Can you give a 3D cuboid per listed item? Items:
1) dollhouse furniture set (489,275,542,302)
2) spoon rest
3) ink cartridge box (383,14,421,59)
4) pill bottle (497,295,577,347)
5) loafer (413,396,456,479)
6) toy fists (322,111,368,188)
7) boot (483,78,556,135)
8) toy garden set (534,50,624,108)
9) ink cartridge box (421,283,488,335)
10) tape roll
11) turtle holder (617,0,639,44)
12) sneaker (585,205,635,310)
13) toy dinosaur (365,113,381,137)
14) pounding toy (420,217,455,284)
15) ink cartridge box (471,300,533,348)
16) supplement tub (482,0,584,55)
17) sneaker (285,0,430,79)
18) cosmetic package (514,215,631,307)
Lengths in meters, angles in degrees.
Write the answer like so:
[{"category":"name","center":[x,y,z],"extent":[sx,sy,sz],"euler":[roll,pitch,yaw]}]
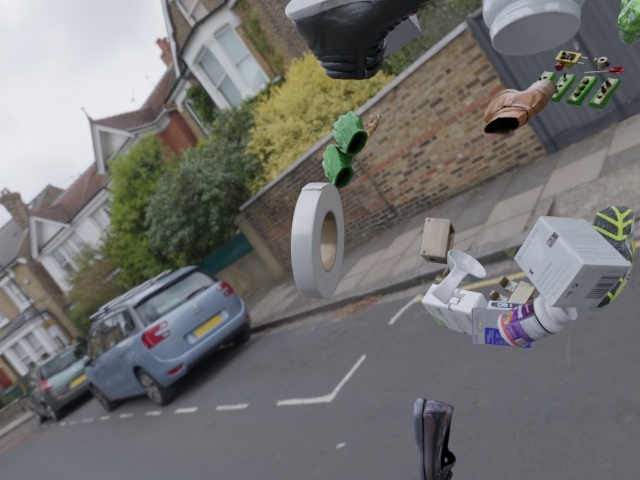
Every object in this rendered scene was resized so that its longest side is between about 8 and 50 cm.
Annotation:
[{"category":"dollhouse furniture set","center":[0.835,0.183,1.882],"extent":[0.242,0.161,0.212],"euler":[-56,37,-4]},{"category":"spoon rest","center":[0.425,0.097,1.400],"extent":[0.276,0.137,0.084],"euler":[-33,-25,-51]},{"category":"ink cartridge box","center":[0.101,-0.485,0.964],"extent":[0.160,0.219,0.092],"euler":[-27,-31,33]},{"category":"pill bottle","center":[0.617,0.225,1.314],"extent":[0.193,0.108,0.108],"euler":[-41,0,43]},{"category":"loafer","center":[0.291,0.526,1.129],"extent":[0.095,0.303,0.109],"euler":[-4,18,22]},{"category":"toy fists","center":[0.085,-0.331,1.679],"extent":[0.096,0.142,0.279],"euler":[-8,-41,-29]},{"category":"boot","center":[0.594,-0.395,1.485],"extent":[0.220,0.109,0.283],"euler":[-43,18,-22]},{"category":"toy garden set","center":[0.822,-0.526,1.465],"extent":[0.204,0.049,0.244],"euler":[-50,45,-10]},{"category":"ink cartridge box","center":[0.625,0.318,2.068],"extent":[0.115,0.198,0.272],"euler":[-51,30,-21]},{"category":"tape roll","center":[0.000,0.000,1.536],"extent":[0.072,0.392,0.392],"euler":[2,19,18]},{"category":"turtle holder","center":[0.875,-0.629,1.131],"extent":[0.320,0.243,0.227],"euler":[-9,-16,12]},{"category":"sneaker","center":[0.910,0.070,1.433],"extent":[0.145,0.147,0.385],"euler":[3,51,50]},{"category":"toy dinosaur","center":[0.258,-0.551,2.183],"extent":[0.211,0.064,0.112],"euler":[122,155,-65]},{"category":"pounding toy","center":[0.392,0.048,1.561],"extent":[0.094,0.206,0.181],"euler":[7,-10,25]},{"category":"ink cartridge box","center":[0.641,0.295,1.618],"extent":[0.208,0.206,0.045],"euler":[0,41,19]},{"category":"supplement tub","center":[0.534,-0.675,1.167],"extent":[0.241,0.331,0.241],"euler":[-1,-6,0]},{"category":"sneaker","center":[0.097,-0.336,0.709],"extent":[0.295,0.147,0.105],"euler":[3,54,36]},{"category":"cosmetic package","center":[0.630,0.054,1.170],"extent":[0.184,0.151,0.151],"euler":[-108,27,-48]}]
